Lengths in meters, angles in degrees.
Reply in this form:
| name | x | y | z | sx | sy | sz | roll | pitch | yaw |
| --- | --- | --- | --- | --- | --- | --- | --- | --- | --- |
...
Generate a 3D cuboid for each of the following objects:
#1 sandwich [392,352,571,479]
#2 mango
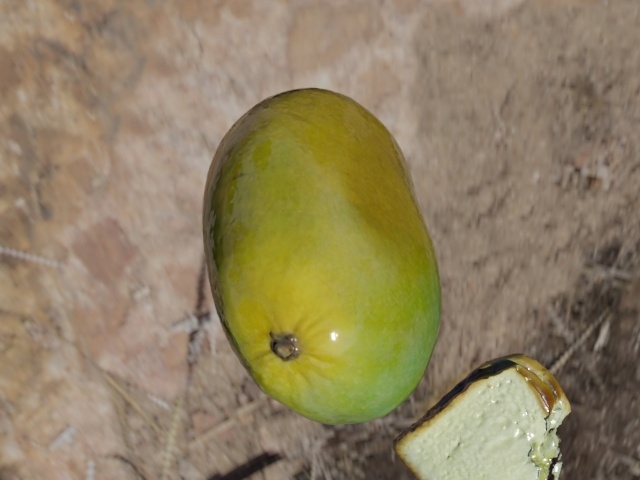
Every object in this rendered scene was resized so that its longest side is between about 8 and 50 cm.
| name | x | y | z | sx | sy | sz | roll | pitch | yaw |
| --- | --- | --- | --- | --- | --- | --- | --- | --- | --- |
| sandwich | 0.103 | 0.118 | 0.992 | 0.093 | 0.035 | 0.105 | 48 | 116 | 9 |
| mango | -0.002 | -0.001 | 0.774 | 0.085 | 0.122 | 0.191 | -40 | 33 | 24 |
